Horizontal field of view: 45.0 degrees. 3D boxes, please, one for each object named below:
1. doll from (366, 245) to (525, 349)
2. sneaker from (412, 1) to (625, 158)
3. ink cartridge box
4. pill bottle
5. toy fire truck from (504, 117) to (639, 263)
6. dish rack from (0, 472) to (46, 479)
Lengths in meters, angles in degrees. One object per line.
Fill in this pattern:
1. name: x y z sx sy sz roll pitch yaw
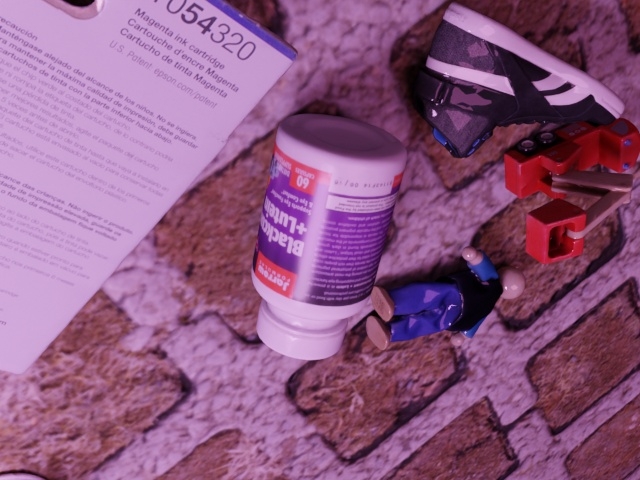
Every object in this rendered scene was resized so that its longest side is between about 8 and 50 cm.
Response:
1. doll: 0.143 0.060 0.821 0.189 0.046 0.129 -10 124 -25
2. sneaker: 0.172 -0.122 0.712 0.217 0.079 0.121 19 111 -29
3. ink cartridge box: -0.237 -0.080 0.447 0.324 0.071 0.330 28 115 -39
4. pill bottle: 0.000 0.000 0.656 0.108 0.108 0.193 -3 119 -30
5. toy fire truck: 0.254 -0.059 0.753 0.192 0.135 0.047 -23 128 -17
6. dish rack: -0.313 0.395 0.742 0.286 0.072 0.332 -33 129 -8
